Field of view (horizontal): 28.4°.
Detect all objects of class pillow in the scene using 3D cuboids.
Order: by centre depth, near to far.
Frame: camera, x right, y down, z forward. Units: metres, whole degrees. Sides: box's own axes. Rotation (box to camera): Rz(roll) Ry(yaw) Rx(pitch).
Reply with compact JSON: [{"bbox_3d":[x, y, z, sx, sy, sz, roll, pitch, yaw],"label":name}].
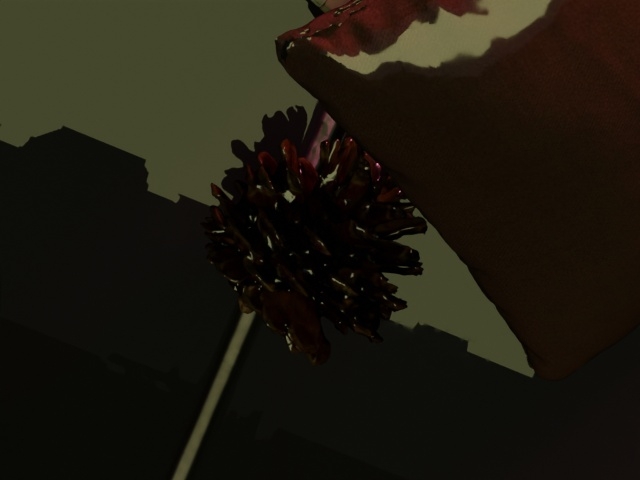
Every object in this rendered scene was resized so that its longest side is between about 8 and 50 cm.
[{"bbox_3d":[0.178,-0.093,0.684,0.308,0.108,0.305,-37,127,6],"label":"pillow"}]

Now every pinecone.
[{"bbox_3d":[0.000,0.001,0.747,0.121,0.140,0.140,-40,100,12],"label":"pinecone"}]

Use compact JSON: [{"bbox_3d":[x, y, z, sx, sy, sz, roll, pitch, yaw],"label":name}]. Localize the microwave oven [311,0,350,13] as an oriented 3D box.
[{"bbox_3d":[0.027,-0.267,0.668,0.194,0.145,0.240,42,103,-6],"label":"microwave oven"}]
